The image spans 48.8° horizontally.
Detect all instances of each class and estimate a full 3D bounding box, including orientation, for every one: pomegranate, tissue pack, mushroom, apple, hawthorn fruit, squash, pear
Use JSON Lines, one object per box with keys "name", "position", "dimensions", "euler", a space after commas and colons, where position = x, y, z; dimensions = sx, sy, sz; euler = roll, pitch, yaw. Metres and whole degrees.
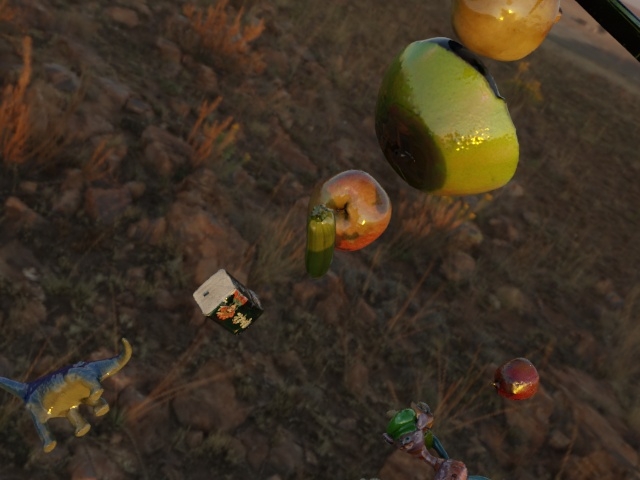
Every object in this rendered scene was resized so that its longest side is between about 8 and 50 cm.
{"name": "pomegranate", "position": [0.364, -0.472, 1.402], "dimensions": [0.233, 0.233, 0.233], "euler": [22, 26, -11]}
{"name": "tissue pack", "position": [-0.216, 0.150, 1.684], "dimensions": [0.090, 0.103, 0.170], "euler": [50, 1, 30]}
{"name": "mushroom", "position": [0.185, 0.373, 1.512], "dimensions": [0.060, 0.061, 0.187], "euler": [13, -13, -18]}
{"name": "apple", "position": [0.073, -0.076, 1.760], "dimensions": [0.209, 0.209, 0.164], "euler": [32, 12, 10]}
{"name": "hawthorn fruit", "position": [0.336, 0.239, 1.209], "dimensions": [0.077, 0.077, 0.077], "euler": [22, 26, -11]}
{"name": "squash", "position": [0.000, 0.000, 1.527], "dimensions": [0.069, 0.258, 0.069], "euler": [2, 55, -3]}
{"name": "pear", "position": [0.237, -0.234, 1.526], "dimensions": [0.165, 0.399, 0.399], "euler": [-34, 54, -14]}

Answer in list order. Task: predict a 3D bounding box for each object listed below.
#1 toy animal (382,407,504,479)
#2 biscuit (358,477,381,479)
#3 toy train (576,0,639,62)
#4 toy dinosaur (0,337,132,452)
{"name": "toy animal", "position": [0.202, 0.363, 1.163], "dimensions": [0.208, 0.100, 0.103], "euler": [34, 14, 21]}
{"name": "biscuit", "position": [0.094, 0.540, 1.320], "dimensions": [0.281, 0.179, 0.084], "euler": [-22, 99, -56]}
{"name": "toy train", "position": [0.524, -0.406, 1.264], "dimensions": [0.042, 0.044, 0.209], "euler": [-23, 68, -39]}
{"name": "toy dinosaur", "position": [-0.394, 0.195, 1.051], "dimensions": [0.188, 0.248, 0.075], "euler": [43, 8, 20]}
